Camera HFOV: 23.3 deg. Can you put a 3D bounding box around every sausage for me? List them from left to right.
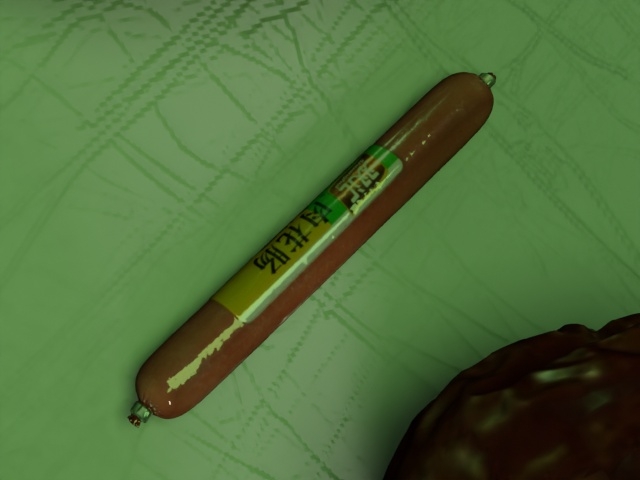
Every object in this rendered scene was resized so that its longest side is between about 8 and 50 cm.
[{"bbox_3d":[0.000,0.000,0.662,0.223,0.029,0.029,-44,99,-16],"label":"sausage"}]

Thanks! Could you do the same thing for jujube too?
[{"bbox_3d":[0.144,0.132,0.615,0.232,0.213,0.213,-11,89,-17],"label":"jujube"}]
